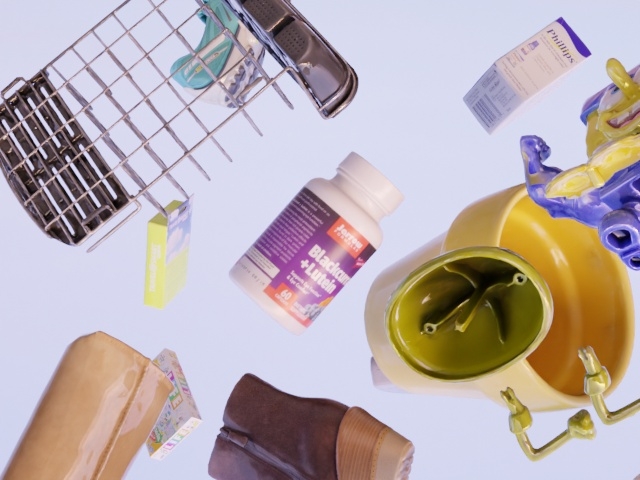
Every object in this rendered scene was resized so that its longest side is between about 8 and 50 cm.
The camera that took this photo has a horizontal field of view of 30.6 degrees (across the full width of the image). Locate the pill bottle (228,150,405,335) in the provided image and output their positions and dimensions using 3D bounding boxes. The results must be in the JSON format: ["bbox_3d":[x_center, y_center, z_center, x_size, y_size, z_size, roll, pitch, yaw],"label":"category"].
[{"bbox_3d":[0.000,0.000,1.280,0.108,0.193,0.108,41,179,1],"label":"pill bottle"}]

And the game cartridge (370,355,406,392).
[{"bbox_3d":[0.197,0.196,1.778,0.196,0.060,0.294,-15,165,22],"label":"game cartridge"}]

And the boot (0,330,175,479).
[{"bbox_3d":[-0.221,0.183,0.843,0.089,0.236,0.269,21,-109,16],"label":"boot"}]

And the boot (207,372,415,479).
[{"bbox_3d":[-0.024,0.279,1.213,0.207,0.248,0.090,17,-177,24],"label":"boot"}]

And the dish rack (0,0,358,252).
[{"bbox_3d":[-0.131,-0.114,0.942,0.271,0.074,0.208,-39,-127,0],"label":"dish rack"}]

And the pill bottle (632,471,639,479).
[{"bbox_3d":[0.402,0.280,1.070,0.229,0.131,0.131,-5,-169,43],"label":"pill bottle"}]

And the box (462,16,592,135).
[{"bbox_3d":[0.287,-0.229,1.638,0.137,0.126,0.072,-34,-96,-22],"label":"box"}]

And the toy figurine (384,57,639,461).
[{"bbox_3d":[0.228,-0.035,0.797,0.191,0.362,0.217,40,-141,-14],"label":"toy figurine"}]

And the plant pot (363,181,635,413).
[{"bbox_3d":[0.189,0.081,1.339,0.239,0.253,0.254,-20,180,45],"label":"plant pot"}]

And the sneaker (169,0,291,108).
[{"bbox_3d":[-0.110,-0.311,1.571,0.110,0.107,0.275,23,-107,9],"label":"sneaker"}]

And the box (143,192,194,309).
[{"bbox_3d":[-0.255,0.014,1.969,0.043,0.178,0.109,14,-154,13],"label":"box"}]

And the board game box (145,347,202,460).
[{"bbox_3d":[-0.256,0.265,1.905,0.026,0.103,0.154,29,-158,-44],"label":"board game box"}]
